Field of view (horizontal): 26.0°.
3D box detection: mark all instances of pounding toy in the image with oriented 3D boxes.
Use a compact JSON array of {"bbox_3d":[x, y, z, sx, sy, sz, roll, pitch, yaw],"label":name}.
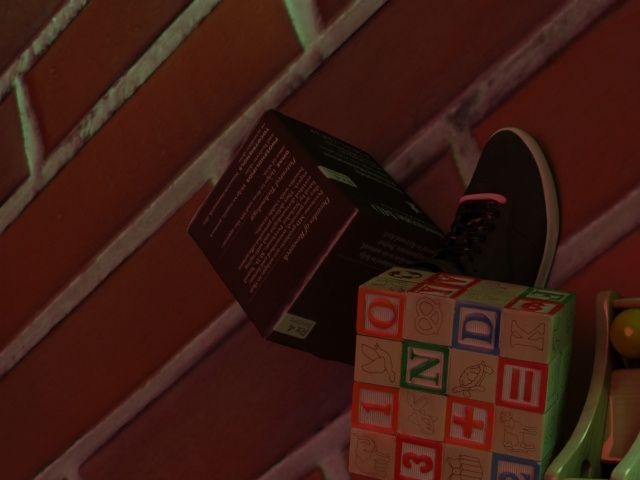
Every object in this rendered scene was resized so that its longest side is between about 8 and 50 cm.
[{"bbox_3d":[0.236,0.175,1.157,0.155,0.154,0.269,-7,70,44],"label":"pounding toy"}]

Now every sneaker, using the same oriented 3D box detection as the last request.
[{"bbox_3d":[0.138,0.016,1.322,0.104,0.147,0.296,-2,73,47],"label":"sneaker"}]

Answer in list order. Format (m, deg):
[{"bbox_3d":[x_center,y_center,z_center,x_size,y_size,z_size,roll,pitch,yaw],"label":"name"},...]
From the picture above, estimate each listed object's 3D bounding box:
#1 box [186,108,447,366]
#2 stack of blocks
[{"bbox_3d":[0.000,0.000,1.452,0.167,0.168,0.203,-55,45,15],"label":"box"},{"bbox_3d":[0.119,0.184,1.206,0.171,0.087,0.297,7,103,23],"label":"stack of blocks"}]
